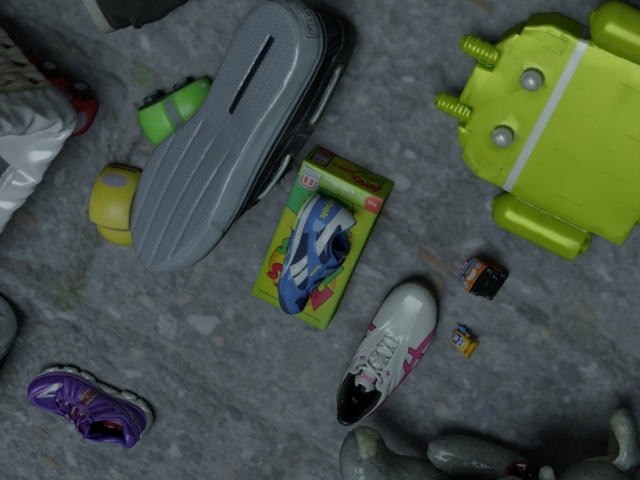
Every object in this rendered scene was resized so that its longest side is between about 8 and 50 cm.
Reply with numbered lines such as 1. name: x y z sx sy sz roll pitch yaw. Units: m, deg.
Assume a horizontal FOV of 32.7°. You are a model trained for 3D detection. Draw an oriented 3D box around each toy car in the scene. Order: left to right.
1. toy car: -0.205 -0.112 1.166 0.225 0.053 0.239 -20 109 29
2. toy car: 0.150 0.067 1.130 0.040 0.060 0.122 42 122 34

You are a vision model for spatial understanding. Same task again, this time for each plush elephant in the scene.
1. plush elephant: 0.214 0.302 1.115 0.330 0.271 0.255 15 141 -21

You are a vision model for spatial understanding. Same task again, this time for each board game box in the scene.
1. board game box: 0.000 0.000 1.155 0.092 0.043 0.181 26 123 5

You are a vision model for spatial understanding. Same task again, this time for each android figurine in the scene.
1. android figurine: 0.241 -0.102 1.004 0.273 0.056 0.248 27 123 3

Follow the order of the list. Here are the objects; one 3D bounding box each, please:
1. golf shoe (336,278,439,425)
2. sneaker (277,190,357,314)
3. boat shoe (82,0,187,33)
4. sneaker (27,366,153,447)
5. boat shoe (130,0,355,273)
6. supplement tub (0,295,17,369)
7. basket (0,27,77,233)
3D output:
1. golf shoe: 0.072 0.126 1.172 0.067 0.086 0.186 28 122 6
2. sneaker: -0.005 0.021 1.110 0.059 0.053 0.144 20 123 7
3. boat shoe: -0.217 -0.345 0.993 0.096 0.112 0.335 -15 131 9
4. sneaker: -0.295 0.211 1.364 0.170 0.071 0.068 16 121 13
5. boat shoe: -0.072 -0.088 1.086 0.335 0.119 0.121 -50 59 32
6. supplement tub: -0.463 0.155 1.370 0.117 0.117 0.190 33 123 1
7. basket: -0.492 -0.099 1.098 0.328 0.331 0.266 -46 73 33
